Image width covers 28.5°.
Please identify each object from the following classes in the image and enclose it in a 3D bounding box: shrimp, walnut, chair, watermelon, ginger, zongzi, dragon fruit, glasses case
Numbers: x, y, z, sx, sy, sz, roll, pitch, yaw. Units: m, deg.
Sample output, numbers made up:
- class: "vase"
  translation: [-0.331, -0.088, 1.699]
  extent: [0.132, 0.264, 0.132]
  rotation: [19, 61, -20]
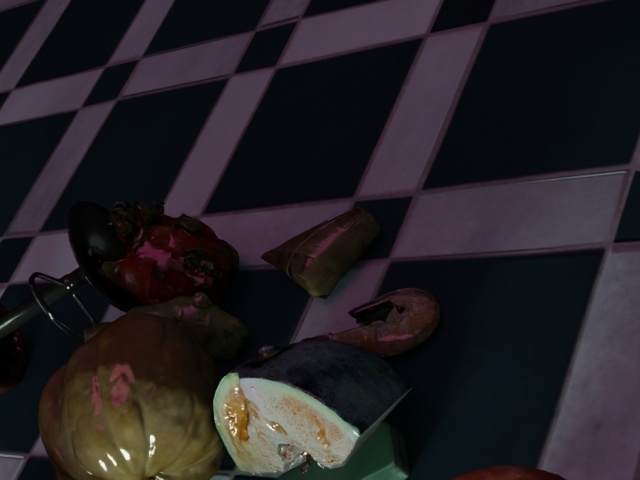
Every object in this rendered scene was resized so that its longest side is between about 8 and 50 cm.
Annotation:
- class: "shrimp"
  translation: [0.072, 0.122, 1.809]
  extent: [0.223, 0.047, 0.126]
  rotation: [-11, 39, 30]
- class: "walnut"
  translation: [-0.262, 0.253, 1.819]
  extent: [0.285, 0.285, 0.296]
  rotation: [-97, 23, -49]
- class: "chair"
  translation: [-0.516, 0.121, 2.239]
  extent: [0.401, 0.226, 0.227]
  rotation: [-30, 37, 20]
- class: "watermelon"
  translation: [-0.017, 0.189, 1.669]
  extent: [0.321, 0.175, 0.188]
  rotation: [-16, 24, 49]
- class: "ginger"
  translation: [-0.251, 0.161, 2.013]
  extent: [0.289, 0.137, 0.089]
  rotation: [-23, 2, 23]
- class: "zongzi"
  translation: [0.000, 0.000, 1.983]
  extent: [0.160, 0.078, 0.176]
  rotation: [-43, 31, -9]
- class: "dragon fruit"
  translation: [-0.260, 0.016, 2.099]
  extent: [0.198, 0.269, 0.200]
  rotation: [-27, -17, -34]
- class: "glasses case"
  translation: [0.028, 0.312, 1.660]
  extent: [0.184, 0.039, 0.078]
  rotation: [-30, 38, 18]

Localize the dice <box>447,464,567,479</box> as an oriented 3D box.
- class: "dice"
  translation: [0.198, 0.352, 1.336]
  extent: [0.179, 0.174, 0.175]
  rotation: [-17, 44, 31]
